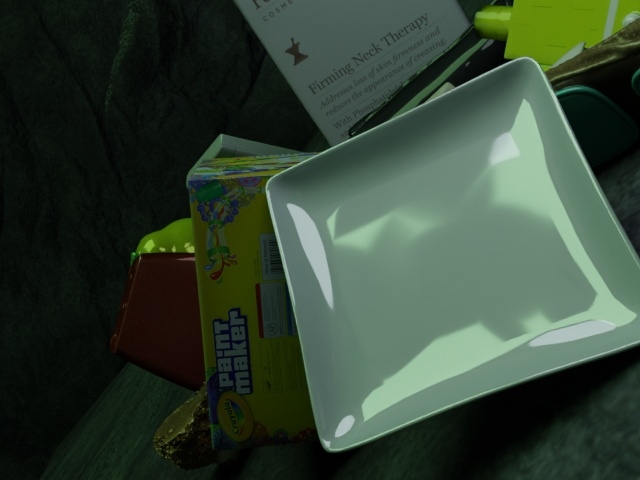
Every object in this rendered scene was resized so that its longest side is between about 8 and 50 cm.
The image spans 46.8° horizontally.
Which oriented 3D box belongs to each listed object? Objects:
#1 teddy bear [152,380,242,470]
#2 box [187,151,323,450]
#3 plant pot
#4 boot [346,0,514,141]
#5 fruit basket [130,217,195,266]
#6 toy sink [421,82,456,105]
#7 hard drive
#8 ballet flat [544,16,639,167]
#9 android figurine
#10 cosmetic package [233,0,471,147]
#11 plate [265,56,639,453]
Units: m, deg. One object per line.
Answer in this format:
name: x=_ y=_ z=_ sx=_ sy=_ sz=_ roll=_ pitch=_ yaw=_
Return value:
teddy bear: x=-0.101 y=0.223 z=1.144 sx=0.245 sy=0.113 sz=0.338 roll=-29 pitch=16 yaw=46
box: x=-0.049 y=0.050 z=0.884 sx=0.279 sy=0.177 sz=0.290 roll=-119 pitch=25 yaw=-79
plant pot: x=-0.253 y=0.144 z=1.386 sx=0.267 sy=0.236 sz=0.267 roll=162 pitch=122 yaw=-70
boot: x=0.215 y=-0.243 z=1.070 sx=0.445 sy=0.146 sz=0.367 roll=-35 pitch=3 yaw=19
fruit basket: x=-0.228 y=0.043 z=1.694 sx=0.392 sy=0.283 sz=0.392 roll=-38 pitch=3 yaw=2
toy sink: x=0.139 y=-0.046 z=0.873 sx=0.131 sy=0.153 sz=0.234 roll=-41 pitch=16 yaw=43
hard drive: x=-0.108 y=-0.147 z=1.736 sx=0.233 sy=0.353 sz=0.047 roll=-34 pitch=52 yaw=55
ballet flat: x=0.294 y=-0.164 z=0.709 sx=0.342 sy=0.116 sz=0.124 roll=-33 pitch=28 yaw=51
android figurine: x=0.298 y=-0.273 z=0.814 sx=0.273 sy=0.056 sz=0.248 roll=24 pitch=113 yaw=42
cosmetic package: x=0.094 y=-0.413 z=1.416 sx=0.329 sy=0.393 sz=0.327 roll=-30 pitch=18 yaw=19
plate: x=0.101 y=0.009 z=0.627 sx=0.278 sy=0.045 sz=0.277 roll=-25 pitch=57 yaw=16
